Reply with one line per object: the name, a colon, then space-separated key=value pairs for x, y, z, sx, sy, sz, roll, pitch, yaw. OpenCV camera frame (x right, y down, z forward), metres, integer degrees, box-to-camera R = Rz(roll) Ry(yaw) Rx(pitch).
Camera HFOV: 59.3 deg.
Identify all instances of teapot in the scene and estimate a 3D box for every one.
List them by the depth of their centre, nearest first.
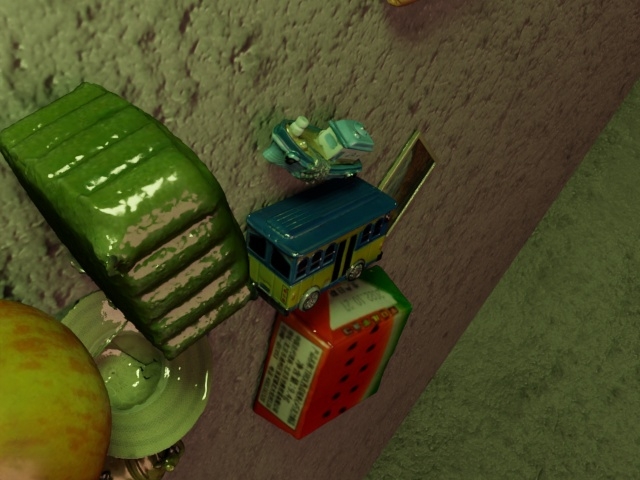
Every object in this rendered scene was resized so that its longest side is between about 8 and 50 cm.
teapot: x=-0.313 y=0.336 z=0.885 sx=0.183 sy=0.173 sz=0.269 roll=-19 pitch=151 yaw=6

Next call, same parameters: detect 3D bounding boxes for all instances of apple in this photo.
apple: x=-0.381 y=0.205 z=0.584 sx=0.301 sy=0.301 sz=0.301 roll=-36 pitch=145 yaw=-30

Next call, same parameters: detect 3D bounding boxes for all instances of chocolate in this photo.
chocolate: x=0.034 y=0.275 z=1.366 sx=0.341 sy=0.161 sz=0.360 roll=-16 pitch=133 yaw=-44

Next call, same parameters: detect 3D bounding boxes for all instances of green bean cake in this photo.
green bean cake: x=-0.207 y=-0.023 z=0.636 sx=0.156 sy=0.247 sz=0.250 roll=-39 pitch=146 yaw=-25

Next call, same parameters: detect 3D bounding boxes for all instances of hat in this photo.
hat: x=-0.297 y=0.200 z=0.849 sx=0.252 sy=0.252 sz=0.110 roll=-25 pitch=180 yaw=-42

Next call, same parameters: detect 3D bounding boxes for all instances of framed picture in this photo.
framed picture: x=0.189 y=-0.123 z=1.340 sx=0.250 sy=0.016 sz=0.184 roll=-56 pitch=151 yaw=1

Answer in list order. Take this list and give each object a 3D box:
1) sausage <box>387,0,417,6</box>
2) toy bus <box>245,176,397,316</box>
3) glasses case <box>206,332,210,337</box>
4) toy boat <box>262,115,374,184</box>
sausage: x=0.212 y=-0.482 z=0.949 sx=0.289 sy=0.086 sz=0.086 roll=-37 pitch=146 yaw=-26
toy bus: x=0.000 y=0.000 z=1.068 sx=0.288 sy=0.138 sz=0.175 roll=-27 pitch=141 yaw=-39
glasses case: x=-0.234 y=0.160 z=0.959 sx=0.087 sy=0.065 sz=0.248 roll=-3 pitch=121 yaw=-57
toy boat: x=0.002 y=-0.159 z=0.932 sx=0.098 sy=0.109 sz=0.238 roll=-37 pitch=161 yaw=32
